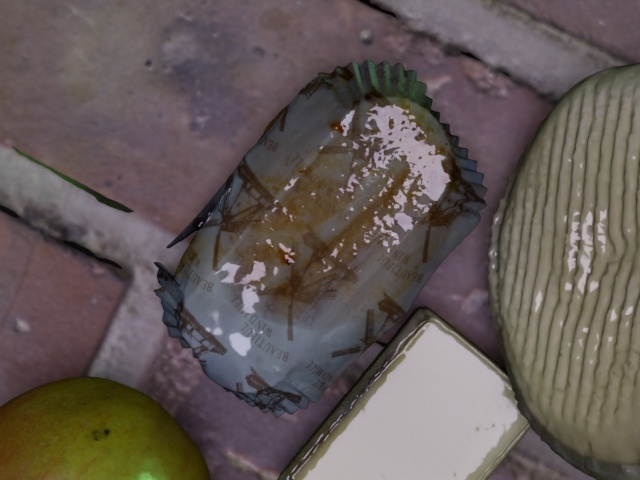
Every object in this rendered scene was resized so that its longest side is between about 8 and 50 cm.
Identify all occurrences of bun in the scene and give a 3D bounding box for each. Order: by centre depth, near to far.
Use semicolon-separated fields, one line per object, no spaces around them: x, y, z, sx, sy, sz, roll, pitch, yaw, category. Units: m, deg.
0.237;0.021;1.219;0.146;0.287;0.287;3;96;-34;bun

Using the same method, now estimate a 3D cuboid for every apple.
-0.165;0.179;1.265;0.182;0.182;0.155;37;64;-3;apple

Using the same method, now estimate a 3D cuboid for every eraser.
0.063;0.146;1.312;0.117;0.058;0.172;39;94;-3;eraser

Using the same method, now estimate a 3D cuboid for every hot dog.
0.000;0.000;1.292;0.162;0.082;0.270;42;101;6;hot dog
